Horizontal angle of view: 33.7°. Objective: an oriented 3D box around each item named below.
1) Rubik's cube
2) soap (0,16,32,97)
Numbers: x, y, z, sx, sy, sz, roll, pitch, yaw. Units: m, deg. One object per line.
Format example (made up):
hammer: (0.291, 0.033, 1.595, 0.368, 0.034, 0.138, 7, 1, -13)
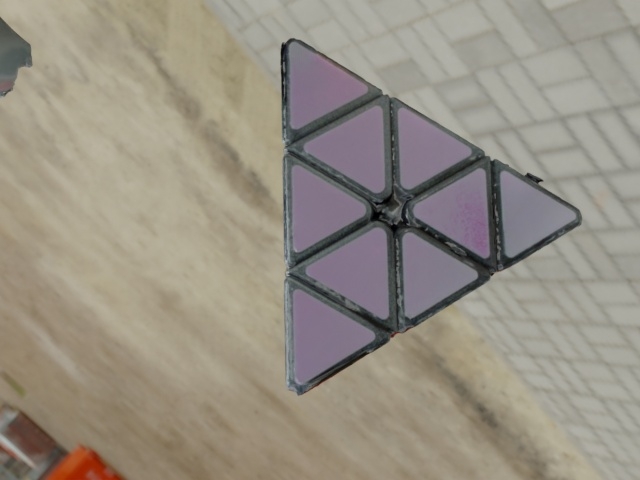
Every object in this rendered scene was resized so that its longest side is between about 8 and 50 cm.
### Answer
Rubik's cube: (0.000, 0.000, 0.629, 0.211, 0.178, 0.190, -16, 124, 43)
soap: (-0.339, -0.154, 0.538, 0.258, 0.302, 0.159, 19, 112, 30)
